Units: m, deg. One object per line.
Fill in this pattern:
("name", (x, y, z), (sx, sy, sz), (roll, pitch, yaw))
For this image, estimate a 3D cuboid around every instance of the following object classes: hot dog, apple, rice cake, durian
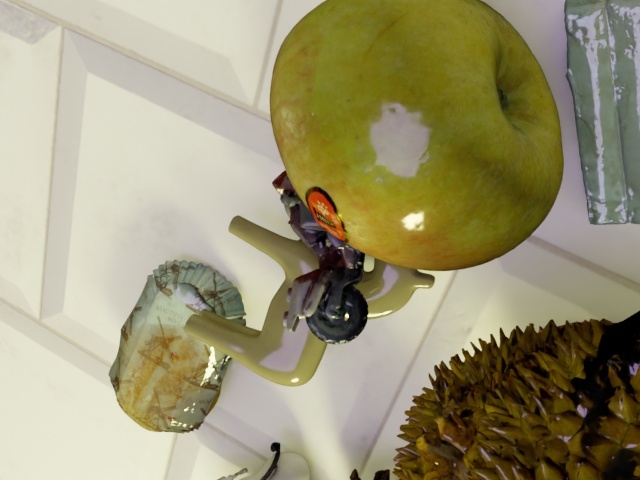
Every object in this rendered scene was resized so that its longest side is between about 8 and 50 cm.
("hot dog", (-0.199, 0.153, 0.921), (0.163, 0.082, 0.270), (27, 114, 3))
("apple", (0.085, -0.099, 0.567), (0.194, 0.261, 0.260), (-22, 101, 43))
("rice cake", (0.283, -0.116, 0.582), (0.124, 0.038, 0.211), (0, 111, 26))
("durian", (0.240, 0.209, 0.569), (0.384, 0.347, 0.347), (20, 126, -22))

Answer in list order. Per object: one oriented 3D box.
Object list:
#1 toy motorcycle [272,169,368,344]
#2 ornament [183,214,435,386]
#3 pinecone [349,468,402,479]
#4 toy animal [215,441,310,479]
("toy motorcycle", (0.000, 0.000, 0.700), (0.122, 0.082, 0.213), (5, 77, 10))
("ornament", (-0.012, 0.064, 0.775), (0.245, 0.061, 0.230), (26, 102, 11))
("pinecone", (0.086, 0.376, 0.815), (0.208, 0.208, 0.207), (11, 116, 22))
("toy animal", (-0.026, 0.485, 0.940), (0.258, 0.194, 0.357), (-43, 106, 10))
